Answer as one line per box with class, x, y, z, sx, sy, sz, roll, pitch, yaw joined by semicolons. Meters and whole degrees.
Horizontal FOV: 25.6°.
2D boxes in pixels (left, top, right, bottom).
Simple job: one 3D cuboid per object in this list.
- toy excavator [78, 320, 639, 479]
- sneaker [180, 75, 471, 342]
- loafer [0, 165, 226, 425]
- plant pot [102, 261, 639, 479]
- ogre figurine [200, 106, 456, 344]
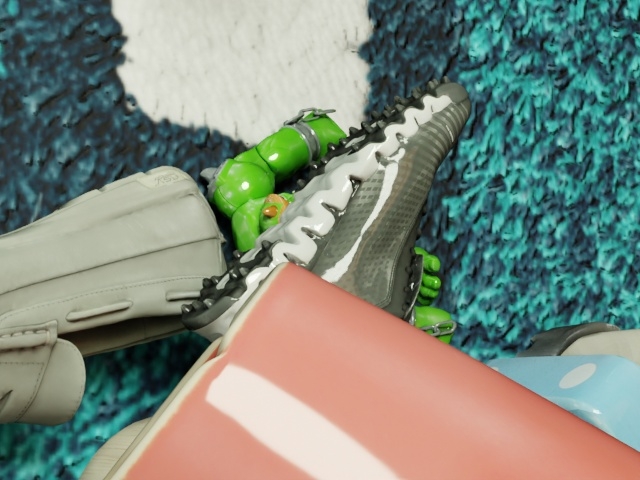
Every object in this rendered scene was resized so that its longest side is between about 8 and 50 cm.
toy excavator;0.118;0.200;0.916;0.445;0.222;0.433;-40;104;-27
sneaker;0.026;0.002;0.841;0.106;0.078;0.234;49;64;-14
loafer;-0.172;0.054;0.774;0.319;0.112;0.111;-26;87;-39
plant pot;0.016;0.158;0.677;0.243;0.275;0.275;38;57;-2
ogre figurine;0.000;0.000;0.925;0.118;0.097;0.197;-13;79;-29
